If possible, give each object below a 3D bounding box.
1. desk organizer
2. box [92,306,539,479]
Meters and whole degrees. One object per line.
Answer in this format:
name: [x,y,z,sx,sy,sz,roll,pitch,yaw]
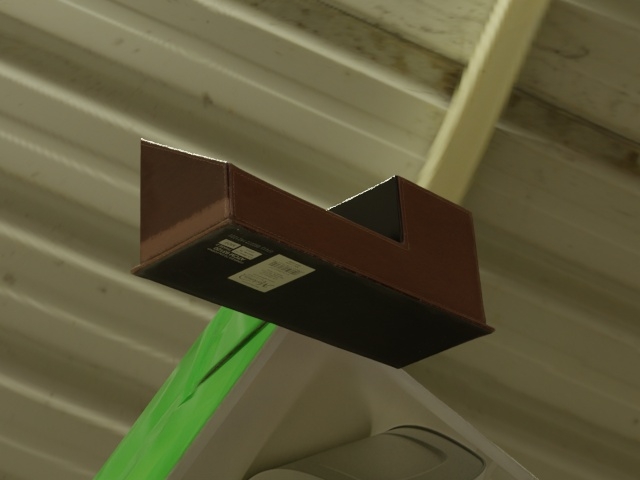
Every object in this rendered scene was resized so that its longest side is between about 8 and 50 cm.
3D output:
desk organizer: [0.000,0.000,0.452,0.047,0.050,0.130,-26,-34,37]
box: [-0.014,0.192,0.588,0.231,0.127,0.262,40,-102,-12]
